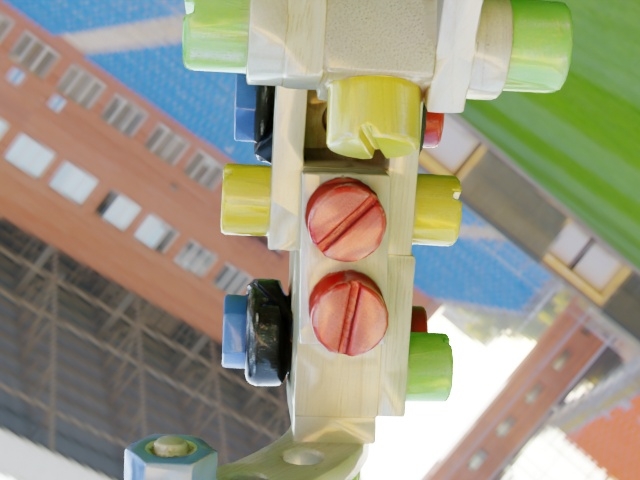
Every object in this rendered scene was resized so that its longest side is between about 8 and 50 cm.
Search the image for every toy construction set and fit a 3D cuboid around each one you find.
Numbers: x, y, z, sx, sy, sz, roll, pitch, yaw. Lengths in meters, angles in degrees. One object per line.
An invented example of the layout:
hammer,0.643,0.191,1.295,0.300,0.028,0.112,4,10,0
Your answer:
toy construction set,0.000,0.000,0.431,0.151,0.328,0.215,16,-170,-8
